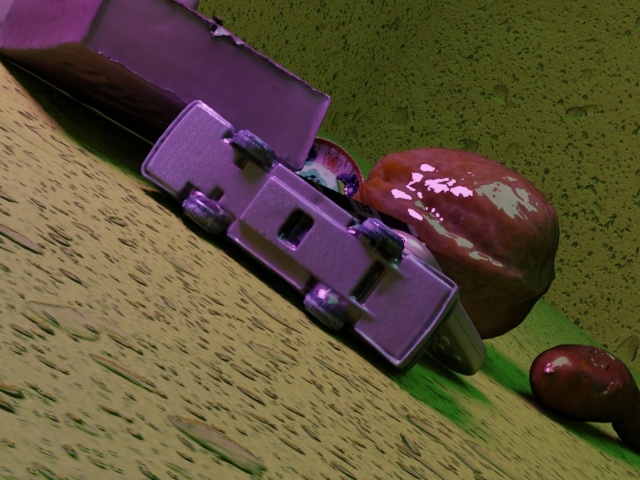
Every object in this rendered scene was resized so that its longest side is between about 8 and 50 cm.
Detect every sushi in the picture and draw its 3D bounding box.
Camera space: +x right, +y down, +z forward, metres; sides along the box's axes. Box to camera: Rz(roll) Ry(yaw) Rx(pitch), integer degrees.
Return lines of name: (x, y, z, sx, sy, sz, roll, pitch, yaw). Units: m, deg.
sushi: (0.039, 0.025, 1.472, 0.215, 0.050, 0.192, 26, -25, 38)

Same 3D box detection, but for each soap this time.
soap: (-0.182, -0.188, 1.442, 0.296, 0.107, 0.285, 30, -10, -30)

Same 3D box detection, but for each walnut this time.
walnut: (0.175, -0.004, 1.680, 0.283, 0.227, 0.283, 25, 16, -7)

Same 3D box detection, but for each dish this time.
dish: (-0.011, -0.079, 1.969, 0.141, 0.078, 0.141, 14, 58, -23)

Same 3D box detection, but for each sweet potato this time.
sweet potato: (0.378, 0.207, 1.740, 0.109, 0.109, 0.385, 40, 8, 39)

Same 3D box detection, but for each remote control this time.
remote control: (0.117, 0.067, 1.381, 0.078, 0.042, 0.221, 20, -29, 45)

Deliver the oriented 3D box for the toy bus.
toy bus: (-0.017, -0.002, 1.277, 0.329, 0.109, 0.136, 37, -3, 16)

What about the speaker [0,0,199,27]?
speaker: (-0.368, -0.360, 1.727, 0.406, 0.184, 0.183, 31, 7, -28)
